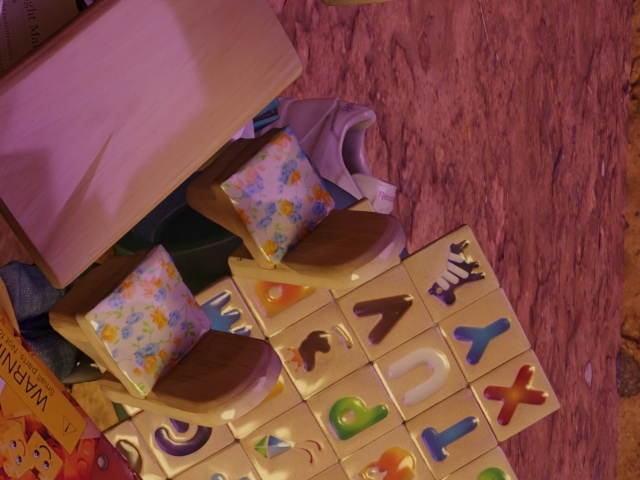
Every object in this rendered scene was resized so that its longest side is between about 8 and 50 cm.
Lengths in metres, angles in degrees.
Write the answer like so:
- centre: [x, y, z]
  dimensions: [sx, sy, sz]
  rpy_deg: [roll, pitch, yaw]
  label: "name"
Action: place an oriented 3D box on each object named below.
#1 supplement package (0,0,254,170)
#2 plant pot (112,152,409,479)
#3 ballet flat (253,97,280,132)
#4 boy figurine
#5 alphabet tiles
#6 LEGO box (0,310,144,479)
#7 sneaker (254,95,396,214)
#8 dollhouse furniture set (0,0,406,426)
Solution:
- centre: [-0.176, -0.135, 0.998]
  dimensions: [0.203, 0.149, 0.194]
  rpy_deg: [-15, 103, -37]
  label: "supplement package"
- centre: [-0.058, 0.045, 1.164]
  dimensions: [0.293, 0.293, 0.196]
  rpy_deg: [-58, 135, -51]
  label: "plant pot"
- centre: [-0.119, -0.114, 1.308]
  dimensions: [0.087, 0.083, 0.247]
  rpy_deg: [58, 30, -5]
  label: "ballet flat"
- centre: [-0.239, 0.065, 0.977]
  dimensions: [0.285, 0.092, 0.177]
  rpy_deg: [-9, 96, -73]
  label: "boy figurine"
- centre: [0.000, 0.142, 1.056]
  dimensions: [0.285, 0.342, 0.011]
  rpy_deg: [62, -4, -19]
  label: "alphabet tiles"
- centre: [-0.331, 0.094, 0.548]
  dimensions: [0.500, 0.193, 0.372]
  rpy_deg: [55, 37, -28]
  label: "LEGO box"
- centre: [0.000, 0.000, 1.450]
  dimensions: [0.114, 0.152, 0.305]
  rpy_deg: [1, 88, -67]
  label: "sneaker"
- centre: [-0.033, -0.140, 0.851]
  dimensions: [0.394, 0.256, 0.362]
  rpy_deg: [-45, 119, -28]
  label: "dollhouse furniture set"
